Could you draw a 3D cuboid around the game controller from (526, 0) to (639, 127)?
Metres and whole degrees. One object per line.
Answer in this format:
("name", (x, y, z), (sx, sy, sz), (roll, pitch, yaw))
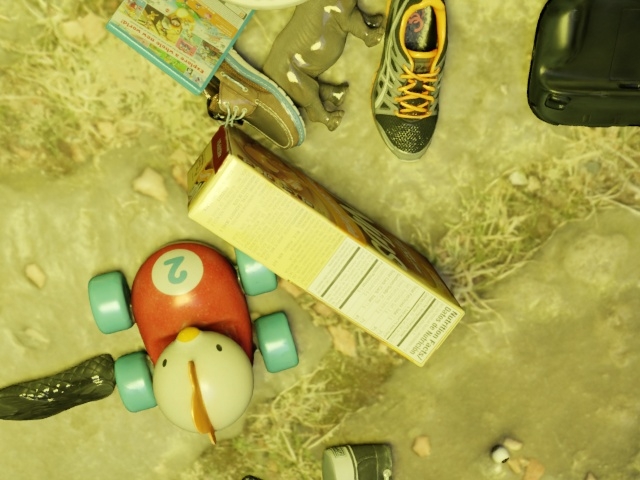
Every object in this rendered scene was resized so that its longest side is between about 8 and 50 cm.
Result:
("game controller", (0.407, -0.216, 1.147), (0.319, 0.067, 0.167), (0, 108, -9))

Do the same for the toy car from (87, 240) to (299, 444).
("toy car", (-0.139, 0.126, 1.090), (0.219, 0.238, 0.210), (-15, 110, -4))

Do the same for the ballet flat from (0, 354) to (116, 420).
("ballet flat", (-0.334, 0.186, 1.192), (0.173, 0.049, 0.057), (-14, 137, 1))

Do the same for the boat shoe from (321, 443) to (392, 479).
("boat shoe", (0.062, 0.420, 1.286), (0.104, 0.113, 0.306), (-4, 93, -13))

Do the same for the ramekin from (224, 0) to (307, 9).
("ramekin", (-0.060, -0.350, 0.974), (0.207, 0.109, 0.207), (0, 86, 2))

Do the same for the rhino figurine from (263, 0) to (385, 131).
("rhino figurine", (0.019, -0.254, 1.075), (0.106, 0.073, 0.243), (23, 102, -14))

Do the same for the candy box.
("candy box", (0.000, 0.000, 1.097), (0.316, 0.183, 0.088), (33, 102, -17))

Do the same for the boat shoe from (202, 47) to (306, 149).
("boat shoe", (-0.098, -0.160, 1.072), (0.183, 0.066, 0.066), (43, 61, 0))

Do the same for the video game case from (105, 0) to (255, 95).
("video game case", (-0.138, -0.254, 1.034), (0.119, 0.015, 0.166), (36, 65, -17))

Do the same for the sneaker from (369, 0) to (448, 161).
("sneaker", (0.105, -0.192, 1.103), (0.084, 0.083, 0.215), (-4, 110, -9))

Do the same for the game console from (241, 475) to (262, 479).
("game console", (-0.069, 0.390, 1.275), (0.122, 0.071, 0.107), (27, 103, -16))
